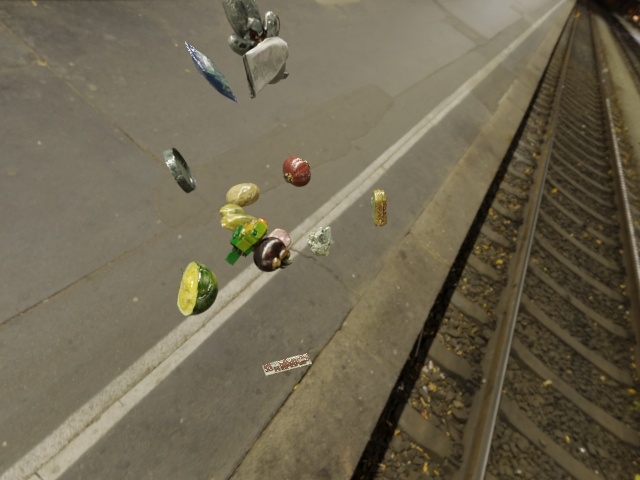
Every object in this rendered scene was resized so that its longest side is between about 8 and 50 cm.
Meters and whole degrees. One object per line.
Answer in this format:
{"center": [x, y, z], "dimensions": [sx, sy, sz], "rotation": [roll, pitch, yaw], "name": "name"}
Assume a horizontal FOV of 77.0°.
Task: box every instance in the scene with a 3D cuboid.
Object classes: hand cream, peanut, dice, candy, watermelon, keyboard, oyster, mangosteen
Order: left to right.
{"center": [-0.462, 0.187, 1.537], "dimensions": [0.127, 0.232, 0.204], "rotation": [10, 70, -35], "name": "watermelon"}
{"center": [-0.512, -0.784, 1.898], "dimensions": [0.187, 0.077, 0.331], "rotation": [57, 12, 21], "name": "candy"}
{"center": [-0.358, -0.213, 1.875], "dimensions": [0.141, 0.109, 0.159], "rotation": [12, 34, 37], "name": "peanut"}
{"center": [-0.169, -0.561, 1.260], "dimensions": [0.076, 0.121, 0.336], "rotation": [1, 39, 15], "name": "hand cream"}
{"center": [-0.161, 0.053, 1.390], "dimensions": [0.140, 0.140, 0.140], "rotation": [17, 45, -17], "name": "mangosteen"}
{"center": [-0.188, 0.011, 1.752], "dimensions": [0.093, 0.094, 0.091], "rotation": [43, 45, 0], "name": "dice"}
{"center": [-0.116, 0.435, 1.407], "dimensions": [0.166, 0.017, 0.055], "rotation": [-9, 32, -21], "name": "keyboard"}
{"center": [0.000, 0.000, 1.927], "dimensions": [0.125, 0.064, 0.177], "rotation": [20, 51, -29], "name": "oyster"}

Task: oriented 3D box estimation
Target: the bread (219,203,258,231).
{"center": [-0.336, -0.102, 1.706], "dimensions": [0.188, 0.065, 0.149], "rotation": [7, 43, -35], "name": "bread"}

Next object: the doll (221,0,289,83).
{"center": [-0.216, -0.723, 1.436], "dimensions": [0.158, 0.340, 0.246], "rotation": [9, 42, 35], "name": "doll"}

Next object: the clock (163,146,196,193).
{"center": [-0.630, -0.317, 1.815], "dimensions": [0.042, 0.215, 0.214], "rotation": [-25, 60, -1], "name": "clock"}

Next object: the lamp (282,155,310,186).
{"center": [-0.074, -0.214, 1.256], "dimensions": [0.090, 0.101, 0.101], "rotation": [-39, 75, -17], "name": "lamp"}

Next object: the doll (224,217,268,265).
{"center": [-0.260, -0.007, 1.447], "dimensions": [0.106, 0.186, 0.134], "rotation": [41, 35, -16], "name": "doll"}

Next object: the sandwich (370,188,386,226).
{"center": [0.170, -0.102, 1.178], "dimensions": [0.036, 0.104, 0.093], "rotation": [-4, 24, 0], "name": "sandwich"}
